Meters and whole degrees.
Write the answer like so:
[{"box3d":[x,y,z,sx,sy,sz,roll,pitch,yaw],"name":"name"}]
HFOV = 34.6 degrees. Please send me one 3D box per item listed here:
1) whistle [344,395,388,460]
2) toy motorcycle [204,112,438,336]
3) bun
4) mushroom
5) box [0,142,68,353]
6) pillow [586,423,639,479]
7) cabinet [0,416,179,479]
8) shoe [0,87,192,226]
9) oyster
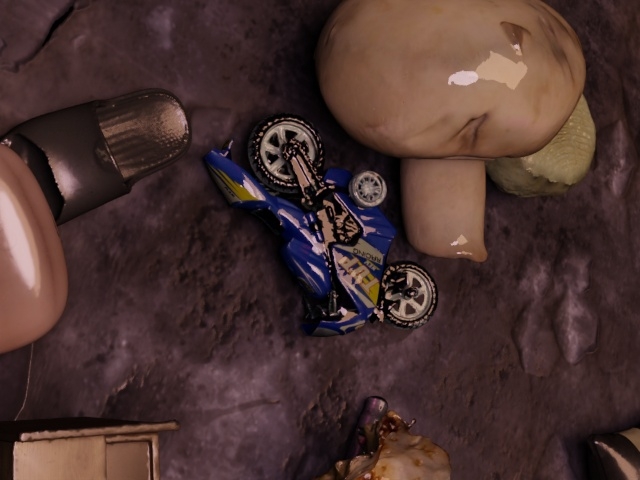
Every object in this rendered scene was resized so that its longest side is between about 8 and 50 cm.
[{"box3d":[0.041,0.266,1.205,0.033,0.033,0.176,32,66,-27],"name":"whistle"},{"box3d":[0.000,0.000,1.171,0.169,0.113,0.315,-43,99,-22],"name":"toy motorcycle"},{"box3d":[0.271,-0.143,1.373,0.195,0.118,0.195,11,73,-38],"name":"bun"},{"box3d":[0.139,-0.141,1.201,0.314,0.314,0.336,-16,117,-35],"name":"mushroom"},{"box3d":[-0.314,0.007,0.941,0.146,0.088,0.200,-19,96,-6],"name":"box"},{"box3d":[0.466,0.336,1.448,0.250,0.106,0.186,-8,89,-40],"name":"pillow"},{"box3d":[-0.233,0.247,0.903,0.148,0.215,0.175,3,82,-35],"name":"cabinet"},{"box3d":[-0.221,-0.093,1.037,0.241,0.093,0.108,-30,103,-35],"name":"shoe"},{"box3d":[0.032,0.350,1.086,0.198,0.133,0.337,42,62,-18],"name":"oyster"}]
